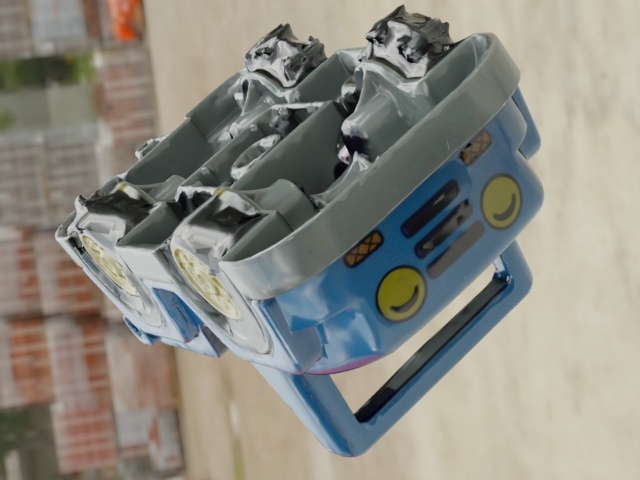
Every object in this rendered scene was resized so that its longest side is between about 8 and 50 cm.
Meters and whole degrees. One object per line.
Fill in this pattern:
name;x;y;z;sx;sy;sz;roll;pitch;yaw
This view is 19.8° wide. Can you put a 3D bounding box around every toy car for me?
toy car;0.000;0.000;0.546;0.100;0.097;0.191;52;162;-17
